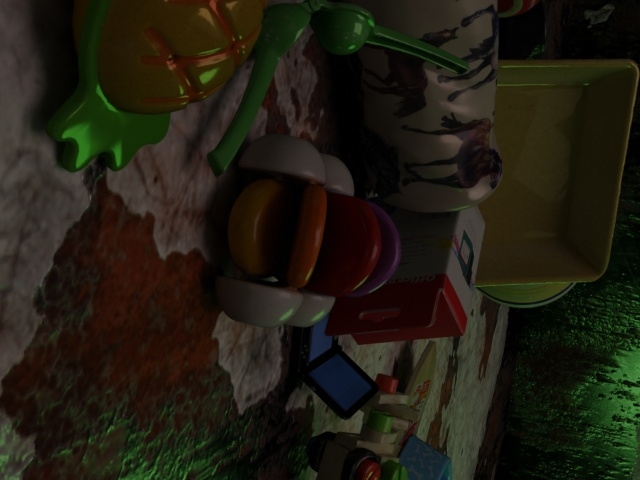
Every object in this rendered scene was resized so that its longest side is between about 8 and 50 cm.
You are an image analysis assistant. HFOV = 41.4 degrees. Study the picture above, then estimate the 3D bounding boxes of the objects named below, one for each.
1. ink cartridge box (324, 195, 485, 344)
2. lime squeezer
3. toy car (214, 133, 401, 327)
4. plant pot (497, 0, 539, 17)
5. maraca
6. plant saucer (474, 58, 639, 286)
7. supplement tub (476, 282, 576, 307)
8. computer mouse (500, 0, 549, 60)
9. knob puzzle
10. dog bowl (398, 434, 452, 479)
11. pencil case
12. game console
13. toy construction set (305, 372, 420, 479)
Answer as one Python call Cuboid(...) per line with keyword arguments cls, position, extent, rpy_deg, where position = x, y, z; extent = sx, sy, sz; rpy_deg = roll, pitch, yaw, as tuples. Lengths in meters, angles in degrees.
Cuboid(cls="ink cartridge box", position=(0.101, 0.040, 0.971), extent=(0.078, 0.134, 0.231), rpy_deg=(60, 35, -34))
Cuboid(cls="lime squeezer", position=(0.012, -0.157, 0.711), extent=(0.310, 0.110, 0.059), rpy_deg=(-27, 166, -39))
Cuboid(cls="toy car", position=(0.000, 0.000, 0.730), extent=(0.182, 0.136, 0.159), rpy_deg=(16, 84, -70))
Cuboid(cls="plant pot", position=(0.216, -0.384, 1.056), extent=(0.191, 0.191, 0.174), rpy_deg=(29, 75, -69))
Cuboid(cls="maraca", position=(-0.095, -0.119, 0.492), extent=(0.186, 0.099, 0.127), rpy_deg=(-59, 159, 17))
Cuboid(cls="plant saucer", position=(0.263, -0.101, 1.218), extent=(0.081, 0.332, 0.333), rpy_deg=(-112, -159, -66))
Cuboid(cls="supplement tub", position=(0.351, -0.041, 1.497), extent=(0.331, 0.241, 0.241), rpy_deg=(58, 46, -62))
Cuboid(cls="computer mouse", position=(0.397, -0.353, 1.697), extent=(0.188, 0.072, 0.272), rpy_deg=(-98, -176, -50))
Cuboid(cls="knob puzzle", position=(0.147, 0.253, 1.376), extent=(0.213, 0.030, 0.213), rpy_deg=(17, 90, -71))
Cuboid(cls="dog bowl", position=(0.167, 0.446, 1.436), extent=(0.297, 0.074, 0.166), rpy_deg=(76, 36, -54))
Cuboid(cls="pencil case", position=(0.115, -0.221, 0.875), extent=(0.160, 0.183, 0.410), rpy_deg=(-125, -160, -48))
Cuboid(cls="game console", position=(0.023, 0.125, 0.943), extent=(0.122, 0.071, 0.107), rpy_deg=(-19, 117, -68))
Cuboid(cls="toy construction set", position=(0.056, 0.320, 1.008), extent=(0.215, 0.151, 0.328), rpy_deg=(19, 73, -45))
